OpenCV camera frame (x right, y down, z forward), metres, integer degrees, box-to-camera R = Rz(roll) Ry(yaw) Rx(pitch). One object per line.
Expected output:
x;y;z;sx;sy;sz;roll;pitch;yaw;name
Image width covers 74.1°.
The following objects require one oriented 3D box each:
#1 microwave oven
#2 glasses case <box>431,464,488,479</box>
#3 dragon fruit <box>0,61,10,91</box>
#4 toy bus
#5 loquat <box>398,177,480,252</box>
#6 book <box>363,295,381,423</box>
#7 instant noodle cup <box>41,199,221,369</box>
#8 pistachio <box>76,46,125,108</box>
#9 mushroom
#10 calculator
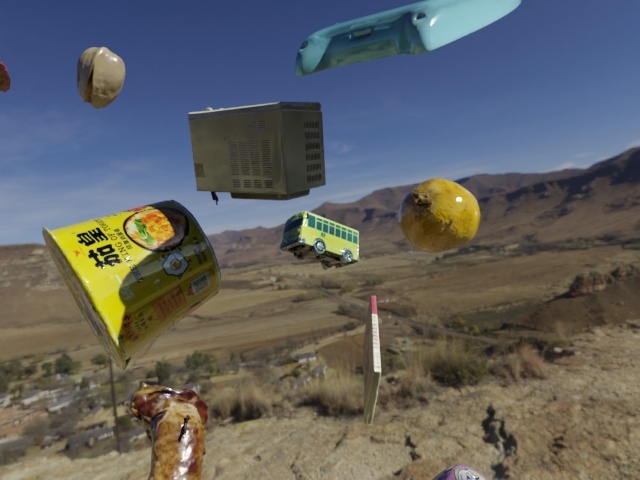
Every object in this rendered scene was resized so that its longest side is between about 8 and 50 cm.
-0.125;-0.176;0.853;0.241;0.193;0.145;5;19;33;microwave oven
0.186;0.535;0.753;0.316;0.123;0.076;-49;-4;6;glasses case
-0.879;-0.459;1.086;0.106;0.083;0.162;-32;-20;26;dragon fruit
0.000;0.000;0.968;0.175;0.101;0.088;20;-25;-35;toy bus
0.311;-0.072;1.136;0.214;0.213;0.246;-6;-20;34;loquat
0.111;0.255;0.938;0.022;0.162;0.231;5;32;3;book
-0.390;0.069;0.917;0.254;0.325;0.326;-30;14;-34;instant noodle cup
-0.537;-0.395;1.033;0.113;0.149;0.113;20;19;-8;pistachio
-0.231;0.464;0.677;0.334;0.330;0.356;-4;37;50;mushroom
0.146;-0.324;0.634;0.256;0.054;0.386;7;32;38;calculator
